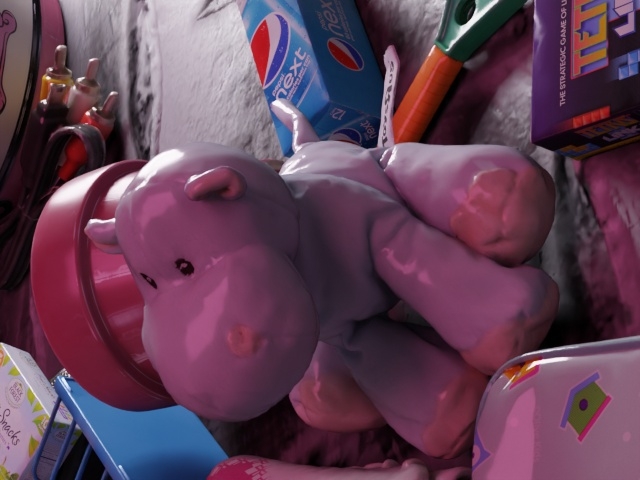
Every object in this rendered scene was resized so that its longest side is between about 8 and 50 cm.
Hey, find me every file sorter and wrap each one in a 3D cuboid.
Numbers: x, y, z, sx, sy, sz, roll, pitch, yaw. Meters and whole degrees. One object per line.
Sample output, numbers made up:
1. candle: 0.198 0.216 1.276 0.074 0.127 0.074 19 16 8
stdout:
1. file sorter: -0.153 0.202 1.308 0.170 0.118 0.104 44 116 52

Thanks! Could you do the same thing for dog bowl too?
1. dog bowl: -0.435 -0.164 1.826 0.408 0.150 0.408 -25 57 47

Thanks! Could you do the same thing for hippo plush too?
1. hippo plush: 0.000 0.000 1.020 0.234 0.236 0.294 -21 74 39

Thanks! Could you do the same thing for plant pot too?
1. plant pot: -0.093 0.021 1.245 0.180 0.201 0.201 -17 62 33

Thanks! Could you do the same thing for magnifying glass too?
1. magnifying glass: 0.105 -0.158 1.167 0.231 0.026 0.092 -62 36 18

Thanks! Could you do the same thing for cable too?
1. cable: -0.277 -0.052 1.665 0.139 0.072 0.287 43 126 34

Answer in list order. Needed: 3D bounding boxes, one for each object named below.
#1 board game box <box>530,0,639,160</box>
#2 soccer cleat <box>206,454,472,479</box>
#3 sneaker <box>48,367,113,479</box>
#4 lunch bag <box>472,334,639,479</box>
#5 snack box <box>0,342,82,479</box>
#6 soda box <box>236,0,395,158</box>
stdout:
1. board game box: 0.198 -0.151 1.010 0.141 0.048 0.170 -18 63 50
2. soccer cleat: 0.039 0.198 1.067 0.143 0.116 0.331 -51 31 -7
3. sneaker: -0.239 0.214 1.457 0.130 0.087 0.227 24 94 57
4. lunch bag: 0.187 0.190 0.836 0.224 0.108 0.279 -14 68 45
5. snack box: -0.273 0.169 1.419 0.100 0.037 0.141 -57 40 7
6. soda box: -0.008 -0.153 1.282 0.067 0.071 0.210 -48 42 32
